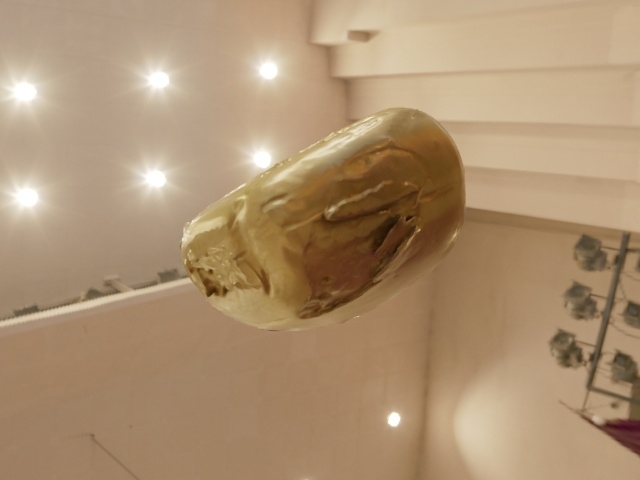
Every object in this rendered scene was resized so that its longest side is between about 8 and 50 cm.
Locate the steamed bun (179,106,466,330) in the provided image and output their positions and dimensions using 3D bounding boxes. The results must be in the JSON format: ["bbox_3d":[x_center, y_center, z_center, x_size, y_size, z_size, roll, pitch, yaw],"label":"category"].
[{"bbox_3d":[0.000,0.000,0.715,0.232,0.273,0.166,-35,-83,-35],"label":"steamed bun"}]
